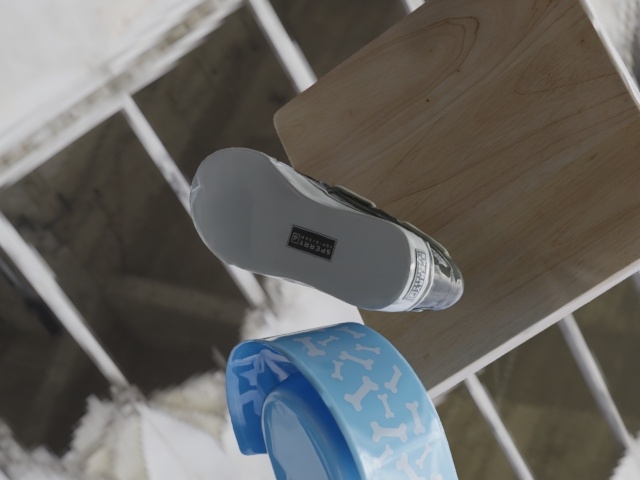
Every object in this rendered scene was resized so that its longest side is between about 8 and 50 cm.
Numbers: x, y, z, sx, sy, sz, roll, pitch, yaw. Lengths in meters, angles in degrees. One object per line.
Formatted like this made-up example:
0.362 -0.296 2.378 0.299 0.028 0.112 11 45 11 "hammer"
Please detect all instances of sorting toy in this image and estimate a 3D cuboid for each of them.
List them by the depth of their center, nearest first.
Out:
0.129 -0.048 1.388 0.257 0.089 0.255 -34 -114 24 "sorting toy"

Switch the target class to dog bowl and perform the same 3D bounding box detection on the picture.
0.032 0.186 1.201 0.074 0.297 0.166 -24 -163 -25 "dog bowl"

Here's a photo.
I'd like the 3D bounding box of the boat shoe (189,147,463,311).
0.000 0.000 1.262 0.219 0.070 0.078 27 -82 40 "boat shoe"
